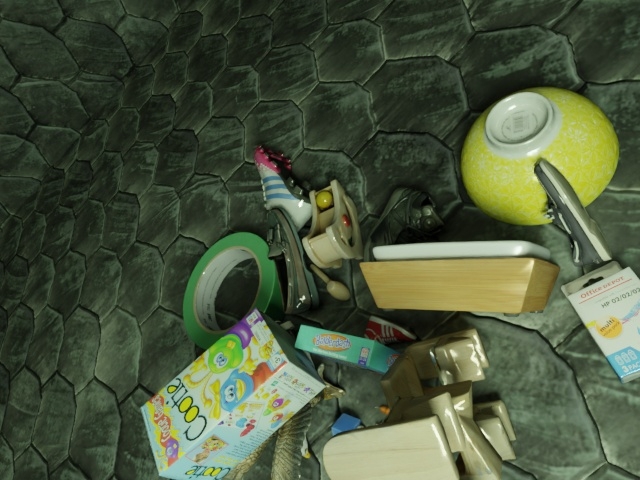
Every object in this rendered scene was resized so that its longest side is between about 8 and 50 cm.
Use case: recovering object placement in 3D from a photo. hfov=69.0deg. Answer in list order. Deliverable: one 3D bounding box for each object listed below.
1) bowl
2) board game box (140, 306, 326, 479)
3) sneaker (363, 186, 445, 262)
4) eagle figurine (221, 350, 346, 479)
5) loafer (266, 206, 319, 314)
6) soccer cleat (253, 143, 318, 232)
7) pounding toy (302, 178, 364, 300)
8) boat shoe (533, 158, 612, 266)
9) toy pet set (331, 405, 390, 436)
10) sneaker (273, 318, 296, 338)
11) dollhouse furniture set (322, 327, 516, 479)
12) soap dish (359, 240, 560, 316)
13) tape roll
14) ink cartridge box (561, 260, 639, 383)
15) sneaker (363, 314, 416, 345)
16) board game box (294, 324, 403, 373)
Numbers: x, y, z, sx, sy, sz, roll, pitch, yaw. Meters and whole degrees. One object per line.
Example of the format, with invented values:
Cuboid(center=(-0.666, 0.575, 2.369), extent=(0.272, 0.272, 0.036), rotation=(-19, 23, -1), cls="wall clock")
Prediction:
Cuboid(center=(0.395, -0.190, 0.890), extent=(0.289, 0.156, 0.289), rotation=(-16, 59, 29), cls="bowl")
Cuboid(center=(-0.156, 0.280, 0.835), extent=(0.275, 0.144, 0.142), rotation=(-41, 47, -1), cls="board game box")
Cuboid(center=(0.177, -0.011, 0.992), extent=(0.130, 0.087, 0.227), rotation=(11, 69, 59), cls="sneaker")
Cuboid(center=(-0.082, 0.375, 0.917), extent=(0.225, 0.298, 0.226), rotation=(45, 139, 4), cls="eagle figurine")
Cuboid(center=(-0.085, 0.046, 1.108), extent=(0.267, 0.084, 0.096), rotation=(68, 156, 15), cls="loafer")
Cuboid(center=(-0.122, -0.144, 1.274), extent=(0.143, 0.116, 0.331), rotation=(-60, 40, 21), cls="soccer cleat")
Cuboid(center=(0.000, 0.000, 1.084), extent=(0.155, 0.154, 0.269), rotation=(-23, 56, 25), cls="pounding toy")
Cuboid(center=(0.417, -0.042, 0.801), extent=(0.065, 0.075, 0.206), rotation=(-32, 95, 39), cls="boat shoe")
Cuboid(center=(0.086, 0.372, 0.896), extent=(0.114, 0.065, 0.122), rotation=(8, 72, 38), cls="toy pet set")
Cuboid(center=(-0.127, 0.263, 1.093), extent=(0.094, 0.153, 0.235), rotation=(45, 135, 27), cls="sneaker")
Cuboid(center=(0.144, 0.376, 0.674), extent=(0.256, 0.362, 0.394), rotation=(-21, 87, 25), cls="dollhouse furniture set")
Cuboid(center=(0.251, 0.069, 0.831), extent=(0.291, 0.229, 0.118), rotation=(-4, 82, 35), cls="soap dish")
Cuboid(center=(-0.224, 0.138, 1.231), extent=(0.321, 0.077, 0.321), rotation=(-16, 60, 29), cls="tape roll")
Cuboid(center=(0.474, 0.118, 0.741), extent=(0.104, 0.061, 0.181), rotation=(-33, 52, 19), cls="ink cartridge box")
Cuboid(center=(0.138, 0.202, 0.957), extent=(0.118, 0.042, 0.067), rotation=(14, 73, 47), cls="sneaker")
Cuboid(center=(0.077, 0.218, 0.883), extent=(0.160, 0.210, 0.047), rotation=(5, 71, 37), cls="board game box")
